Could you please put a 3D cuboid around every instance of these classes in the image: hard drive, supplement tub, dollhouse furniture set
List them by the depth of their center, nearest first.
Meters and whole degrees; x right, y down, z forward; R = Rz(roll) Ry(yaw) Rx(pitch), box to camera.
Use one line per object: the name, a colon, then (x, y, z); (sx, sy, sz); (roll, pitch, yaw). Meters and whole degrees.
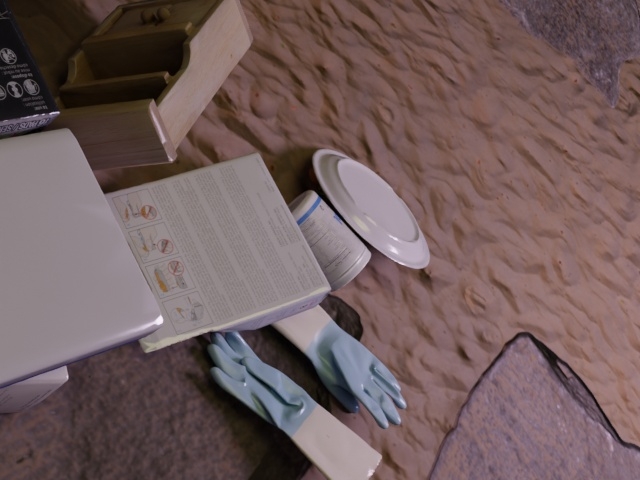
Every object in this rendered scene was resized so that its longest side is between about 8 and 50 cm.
hard drive: (-0.300, 0.024, 1.072); (0.318, 0.040, 0.210); (-18, 77, -49)
dollhouse furniture set: (-0.241, -0.300, 1.264); (0.256, 0.362, 0.394); (-64, 142, -48)
supplement tub: (0.000, 0.000, 1.505); (0.107, 0.071, 0.071); (46, 41, -12)

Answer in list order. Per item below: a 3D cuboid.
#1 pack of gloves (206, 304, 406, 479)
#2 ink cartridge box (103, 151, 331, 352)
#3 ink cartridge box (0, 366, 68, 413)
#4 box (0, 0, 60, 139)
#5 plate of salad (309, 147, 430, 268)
pack of gloves: (-0.020, 0.160, 1.412); (0.232, 0.046, 0.195); (42, 40, 0)
ink cartridge box: (-0.129, 0.016, 1.384); (0.232, 0.066, 0.189); (-20, 71, -27)
ink cartridge box: (-0.346, 0.068, 1.100); (0.218, 0.092, 0.159); (5, 60, -45)
box: (-0.394, -0.131, 1.149); (0.247, 0.142, 0.163); (-19, 79, -48)
plate of salad: (0.058, -0.035, 1.597); (0.200, 0.048, 0.200); (38, 22, -19)
